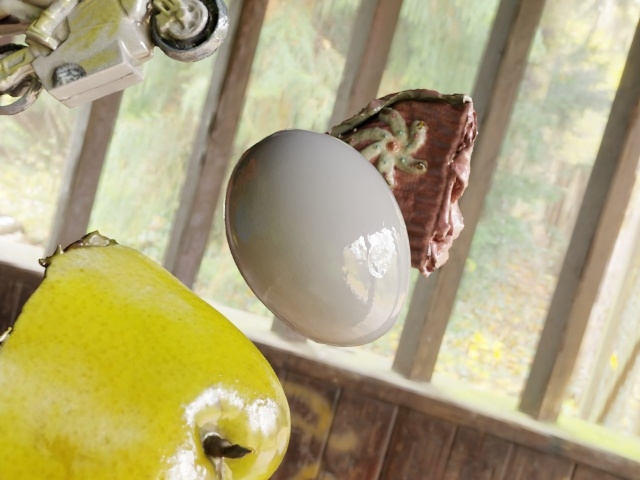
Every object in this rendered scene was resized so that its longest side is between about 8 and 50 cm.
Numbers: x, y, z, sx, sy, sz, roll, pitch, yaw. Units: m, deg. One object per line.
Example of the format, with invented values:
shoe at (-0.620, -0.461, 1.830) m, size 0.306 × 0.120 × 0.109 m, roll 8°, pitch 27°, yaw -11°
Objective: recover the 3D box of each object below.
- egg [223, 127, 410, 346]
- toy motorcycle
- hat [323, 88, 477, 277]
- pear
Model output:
egg at (0.000, 0.000, 1.024) m, size 0.231 × 0.176 × 0.176 m, roll 60°, pitch 18°, yaw 8°
toy motorcycle at (-0.285, -0.283, 1.240) m, size 0.341 × 0.222 × 0.108 m, roll -17°, pitch -16°, yaw 10°
hat at (0.072, -0.091, 1.341) m, size 0.286 × 0.236 × 0.107 m, roll 14°, pitch -2°, yaw 44°
pear at (-0.111, 0.134, 0.726) m, size 0.178 × 0.266 × 0.267 m, roll 7°, pitch 5°, yaw 18°
